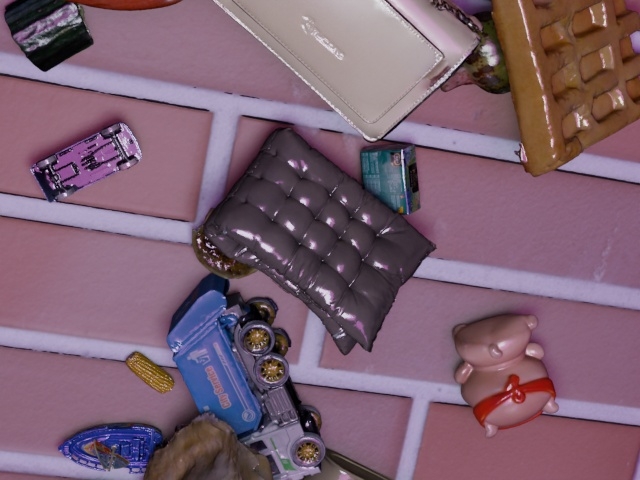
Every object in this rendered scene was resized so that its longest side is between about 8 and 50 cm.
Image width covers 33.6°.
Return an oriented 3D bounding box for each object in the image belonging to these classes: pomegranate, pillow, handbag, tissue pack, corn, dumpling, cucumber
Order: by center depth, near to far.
[{"bbox_3d":[0.041,-0.361,1.615,0.358,0.160,0.237,41,122,-16],"label":"handbag"},{"bbox_3d":[-0.413,-0.332,1.626,0.115,0.062,0.116,-28,105,2],"label":"cucumber"},{"bbox_3d":[0.000,0.000,1.669,0.326,0.101,0.228,40,65,-13],"label":"pillow"},{"bbox_3d":[-0.164,0.363,1.691,0.086,0.332,0.166,21,72,-44],"label":"dumpling"},{"bbox_3d":[0.266,-0.291,1.711,0.163,0.125,0.138,-41,118,3],"label":"pomegranate"},{"bbox_3d":[0.121,-0.103,1.761,0.085,0.079,0.111,0,106,28],"label":"tissue pack"},{"bbox_3d":[-0.288,0.224,1.790,0.092,0.037,0.037,43,94,-16],"label":"corn"}]

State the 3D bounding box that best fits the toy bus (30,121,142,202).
[{"bbox_3d":[-0.367,-0.128,1.673,0.167,0.076,0.073,-25,105,0],"label":"toy bus"}]

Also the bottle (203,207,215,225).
[{"bbox_3d":[-0.066,0.015,1.754,0.270,0.083,0.083,22,99,-6],"label":"bottle"}]

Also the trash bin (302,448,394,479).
[{"bbox_3d":[0.036,0.523,1.875,0.243,0.121,0.247,28,94,-15],"label":"trash bin"}]

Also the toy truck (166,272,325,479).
[{"bbox_3d":[-0.120,0.234,1.767,0.175,0.146,0.367,-23,103,5],"label":"toy truck"}]

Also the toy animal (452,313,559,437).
[{"bbox_3d":[0.321,0.231,1.834,0.171,0.171,0.197,-17,98,-5],"label":"toy animal"}]

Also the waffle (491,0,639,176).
[{"bbox_3d":[0.402,-0.307,1.682,0.304,0.077,0.348,-29,111,-34],"label":"waffle"}]

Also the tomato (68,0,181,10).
[{"bbox_3d":[-0.281,-0.482,1.499,0.341,0.273,0.341,-2,100,-9],"label":"tomato"}]

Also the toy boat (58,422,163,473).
[{"bbox_3d":[-0.351,0.355,1.773,0.175,0.110,0.091,4,105,-8],"label":"toy boat"}]

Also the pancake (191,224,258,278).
[{"bbox_3d":[-0.143,0.008,1.717,0.129,0.022,0.116,-31,98,24],"label":"pancake"}]
